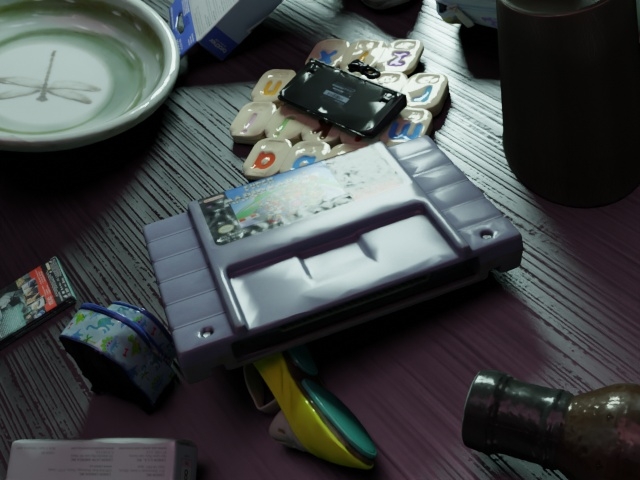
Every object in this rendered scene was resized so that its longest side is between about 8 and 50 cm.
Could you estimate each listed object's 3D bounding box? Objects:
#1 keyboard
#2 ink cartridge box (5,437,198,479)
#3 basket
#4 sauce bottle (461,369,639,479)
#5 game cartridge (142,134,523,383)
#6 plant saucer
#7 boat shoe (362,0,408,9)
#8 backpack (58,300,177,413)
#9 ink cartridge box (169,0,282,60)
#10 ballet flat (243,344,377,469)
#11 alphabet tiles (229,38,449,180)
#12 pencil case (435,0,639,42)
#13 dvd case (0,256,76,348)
[{"bbox_3d":[0.035,-0.197,1.041,0.180,0.023,0.108,31,73,37],"label":"keyboard"},{"bbox_3d":[-0.217,0.304,0.730,0.189,0.066,0.232,-5,72,18],"label":"ink cartridge box"},{"bbox_3d":[0.262,-0.181,0.828,0.154,0.226,0.204,-19,48,5],"label":"basket"},{"bbox_3d":[0.281,0.171,0.598,0.345,0.111,0.111,11,56,26],"label":"sauce bottle"},{"bbox_3d":[0.000,0.000,0.833,0.355,0.068,0.230,-19,44,-10],"label":"game cartridge"},{"bbox_3d":[-0.416,-0.251,1.182,0.401,0.100,0.400,6,50,-7],"label":"plant saucer"},{"bbox_3d":[0.060,-0.487,1.240,0.123,0.116,0.324,-30,47,-8],"label":"boat shoe"},{"bbox_3d":[-0.214,0.113,0.834,0.105,0.114,0.084,12,56,30],"label":"backpack"},{"bbox_3d":[-0.114,-0.413,1.231,0.311,0.065,0.185,-37,43,20],"label":"ink cartridge box"},{"bbox_3d":[-0.026,0.154,0.767,0.077,0.077,0.231,-47,44,8],"label":"ballet flat"},{"bbox_3d":[0.022,-0.176,1.056,0.284,0.021,0.278,8,54,26],"label":"alphabet tiles"},{"bbox_3d":[0.284,-0.315,1.010,0.273,0.113,0.124,21,41,32],"label":"pencil case"},{"bbox_3d":[-0.375,0.080,0.994,0.119,0.013,0.087,-33,47,-10],"label":"dvd case"}]
